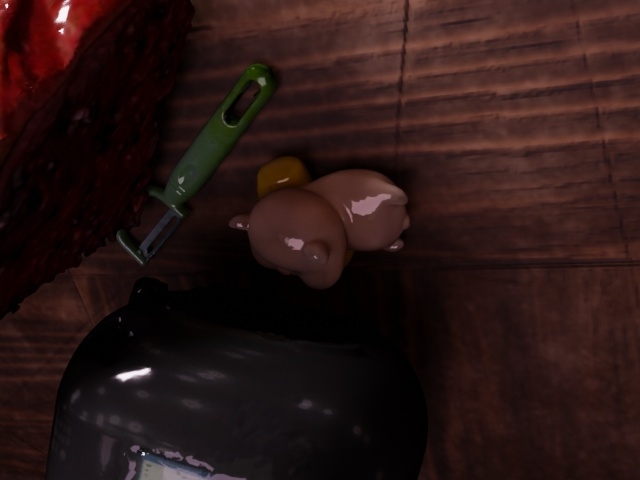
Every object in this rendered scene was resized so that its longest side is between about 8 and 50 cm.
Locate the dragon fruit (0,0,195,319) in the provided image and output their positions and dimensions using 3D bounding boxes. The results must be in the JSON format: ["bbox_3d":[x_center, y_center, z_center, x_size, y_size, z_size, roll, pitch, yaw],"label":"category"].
[{"bbox_3d":[-0.256,-0.079,0.589,0.330,0.302,0.240,24,159,29],"label":"dragon fruit"}]

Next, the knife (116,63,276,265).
[{"bbox_3d":[-0.098,-0.058,0.625,0.054,0.015,0.212,46,128,0],"label":"knife"}]

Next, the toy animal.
[{"bbox_3d":[0.000,0.000,0.578,0.114,0.082,0.091,7,125,17],"label":"toy animal"}]

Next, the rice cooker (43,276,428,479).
[{"bbox_3d":[-0.060,0.153,0.585,0.267,0.267,0.224,12,96,15],"label":"rice cooker"}]
